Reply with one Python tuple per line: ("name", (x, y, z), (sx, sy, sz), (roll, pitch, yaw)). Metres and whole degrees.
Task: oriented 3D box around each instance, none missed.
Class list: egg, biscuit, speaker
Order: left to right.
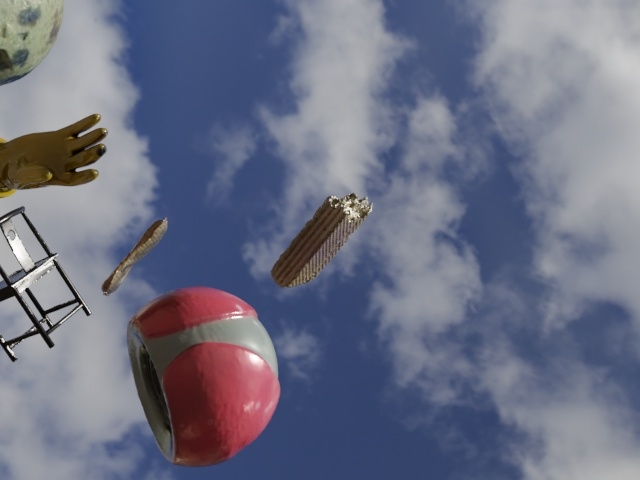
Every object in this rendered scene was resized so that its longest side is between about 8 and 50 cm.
("egg", (-0.287, -0.184, 0.605), (0.141, 0.181, 0.141), (23, -58, 42))
("speaker", (-0.200, 0.229, 1.309), (0.294, 0.294, 0.295), (-8, -107, 28))
("biscuit", (0.000, 0.000, 1.604), (0.062, 0.108, 0.239), (51, -61, 20))

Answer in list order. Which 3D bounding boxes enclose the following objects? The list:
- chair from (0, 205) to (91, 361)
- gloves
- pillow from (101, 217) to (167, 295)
("chair", (-0.598, 0.085, 1.565), (0.141, 0.154, 0.260), (-21, -74, 28))
("gloves", (-0.496, -0.155, 1.443), (0.294, 0.116, 0.133), (-7, -102, 30))
("pillow", (-0.401, 0.035, 1.719), (0.034, 0.135, 0.211), (40, -100, -6))
